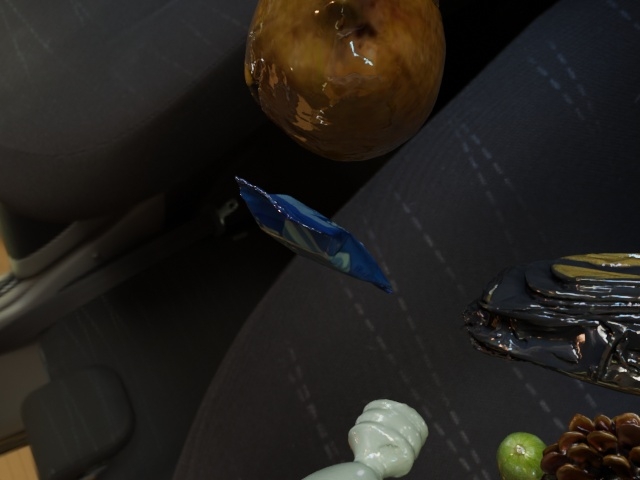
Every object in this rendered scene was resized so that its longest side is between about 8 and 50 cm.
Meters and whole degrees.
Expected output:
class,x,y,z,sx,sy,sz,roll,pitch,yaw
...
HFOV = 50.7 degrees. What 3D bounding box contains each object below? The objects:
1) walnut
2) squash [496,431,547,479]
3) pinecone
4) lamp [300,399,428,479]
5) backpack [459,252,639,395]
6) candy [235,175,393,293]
class,x,y,z,sx,sy,sz,roll,pitch,yaw
walnut,0.026,-0.188,0.655,0.336,0.208,0.209,19,-130,-88
squash,0.446,0.509,1.442,0.118,0.118,0.371,48,171,39
pinecone,0.473,0.403,1.087,0.264,0.264,0.264,46,147,42
lamp,0.023,0.217,0.553,0.106,0.193,0.106,18,130,23
backpack,0.260,0.074,0.616,0.258,0.206,0.133,9,99,24
candy,0.000,0.000,1.088,0.187,0.077,0.331,30,178,29
